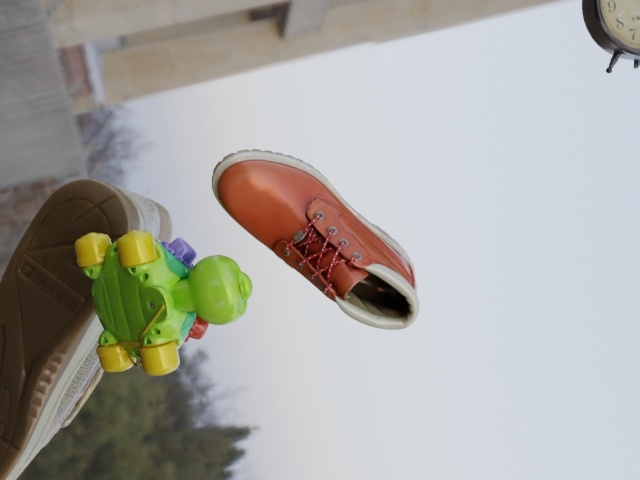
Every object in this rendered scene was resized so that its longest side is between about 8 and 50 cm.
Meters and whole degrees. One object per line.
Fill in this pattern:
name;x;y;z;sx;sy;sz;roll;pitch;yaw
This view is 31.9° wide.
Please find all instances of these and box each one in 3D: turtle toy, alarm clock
turtle toy;-0.101;0.035;0.726;0.130;0.066;0.095;-3;-79;45
alarm clock;0.371;-0.297;1.313;0.064;0.129;0.192;-145;-133;-80

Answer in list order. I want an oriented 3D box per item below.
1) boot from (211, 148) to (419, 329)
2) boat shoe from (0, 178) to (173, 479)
boot;0.000;0.000;0.712;0.059;0.158;0.084;-53;-165;15
boat shoe;-0.233;0.108;0.911;0.121;0.341;0.110;41;8;19
